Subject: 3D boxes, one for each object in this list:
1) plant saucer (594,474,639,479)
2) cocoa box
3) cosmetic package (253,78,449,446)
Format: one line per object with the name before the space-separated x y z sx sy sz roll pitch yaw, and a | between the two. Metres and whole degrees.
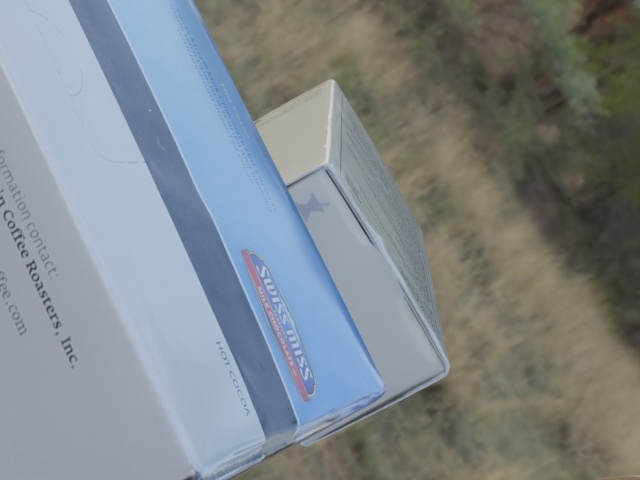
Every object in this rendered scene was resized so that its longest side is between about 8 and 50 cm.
plant saucer | 0.424 0.310 1.574 0.278 0.278 0.041 38 55 -58
cocoa box | -0.167 -0.021 0.634 0.347 0.231 0.228 64 18 8
cosmetic package | 0.000 0.000 0.979 0.160 0.113 0.309 59 10 -12
